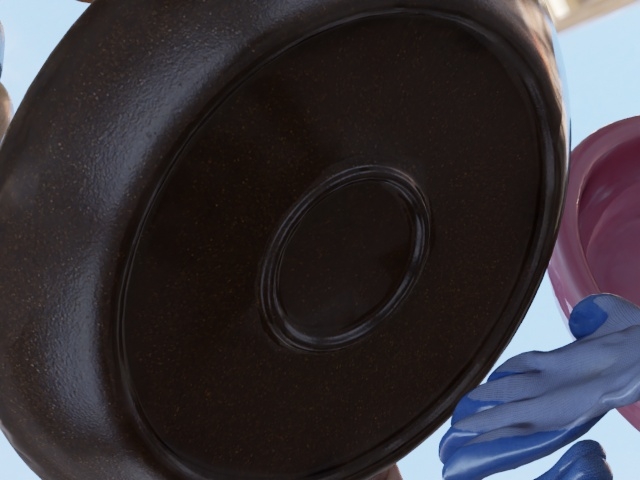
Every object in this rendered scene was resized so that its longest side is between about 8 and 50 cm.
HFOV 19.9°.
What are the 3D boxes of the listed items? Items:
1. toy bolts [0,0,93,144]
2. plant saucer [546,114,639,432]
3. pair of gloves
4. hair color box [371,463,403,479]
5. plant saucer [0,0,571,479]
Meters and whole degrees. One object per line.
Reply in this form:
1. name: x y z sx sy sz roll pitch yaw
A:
1. toy bolts: -0.208 -0.160 1.097 0.218 0.228 0.158 8 -134 -50
2. plant saucer: 0.299 0.051 1.258 0.332 0.084 0.332 13 -136 -13
3. pair of gloves: 0.068 0.080 0.645 0.023 0.159 0.198 45 -127 -10
4. hair color box: -0.048 0.175 1.459 0.185 0.110 0.339 -17 -99 -28
5. plant saucer: 0.000 0.000 0.782 0.310 0.050 0.310 -19 -55 -29
